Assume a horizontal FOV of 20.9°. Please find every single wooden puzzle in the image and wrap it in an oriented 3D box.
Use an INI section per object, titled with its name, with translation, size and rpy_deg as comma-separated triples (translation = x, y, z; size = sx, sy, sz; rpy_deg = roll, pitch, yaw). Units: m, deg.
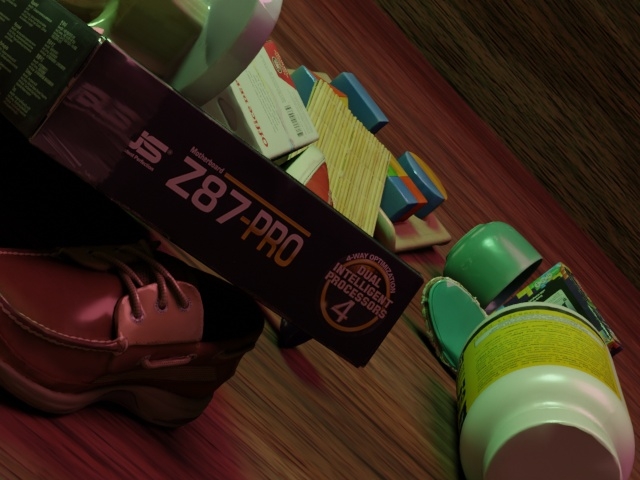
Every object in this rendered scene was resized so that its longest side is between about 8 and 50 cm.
[wooden puzzle]
translation = 0.063, -0.130, 2.462
size = 0.322, 0.080, 0.348
rpy_deg = 53, 13, 10

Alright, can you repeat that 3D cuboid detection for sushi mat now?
[sushi mat]
translation = 0.021, -0.085, 2.186
size = 0.151, 0.019, 0.316
rpy_deg = 48, 26, -18

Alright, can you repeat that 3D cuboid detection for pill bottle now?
[pill bottle]
translation = 0.245, 0.202, 1.915
size = 0.188, 0.188, 0.334
rpy_deg = 48, 13, -9

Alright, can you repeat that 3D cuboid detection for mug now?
[mug]
translation = 0.231, 0.044, 2.485
size = 0.097, 0.158, 0.129
rpy_deg = 47, 35, 12

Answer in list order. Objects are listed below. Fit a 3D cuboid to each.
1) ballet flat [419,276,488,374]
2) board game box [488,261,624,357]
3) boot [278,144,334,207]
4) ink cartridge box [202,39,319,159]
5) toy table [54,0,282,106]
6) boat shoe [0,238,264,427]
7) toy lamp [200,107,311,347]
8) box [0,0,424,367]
[ballet flat]
translation = 0.196, 0.151, 2.178
size = 0.241, 0.091, 0.077
rpy_deg = 53, -18, -6
[board game box]
translation = 0.293, 0.135, 2.302
size = 0.048, 0.170, 0.141
rpy_deg = 34, 22, -55
[boot]
translation = 0.000, 0.000, 1.894
size = 0.176, 0.088, 0.244
rpy_deg = 50, 19, -12
[ink cartridge box]
translation = -0.085, -0.143, 1.908
size = 0.127, 0.072, 0.175
rpy_deg = 65, 22, -1
[toy table]
translation = -0.178, -0.218, 1.607
size = 0.161, 0.274, 0.252
rpy_deg = 29, 56, -33
[boat shoe]
translation = -0.143, 0.045, 1.200
size = 0.123, 0.116, 0.324
rpy_deg = 55, 14, 20
[toy lamp]
translation = -0.080, -0.024, 1.703
size = 0.275, 0.080, 0.080
rpy_deg = 57, 14, 15
[box]
translation = -0.135, -0.075, 1.334
size = 0.318, 0.097, 0.395
rpy_deg = 35, 1, -31
